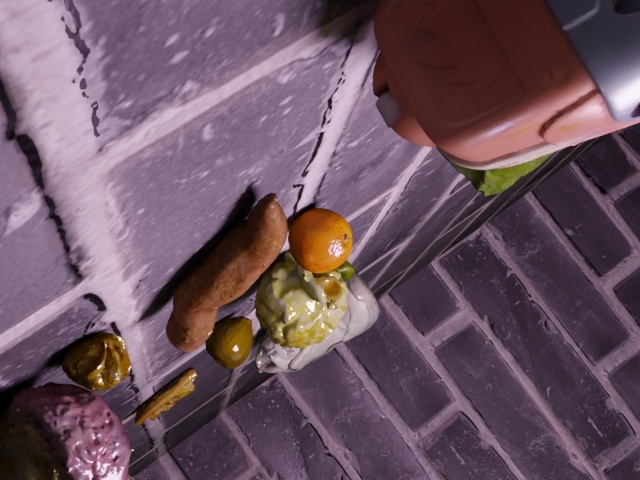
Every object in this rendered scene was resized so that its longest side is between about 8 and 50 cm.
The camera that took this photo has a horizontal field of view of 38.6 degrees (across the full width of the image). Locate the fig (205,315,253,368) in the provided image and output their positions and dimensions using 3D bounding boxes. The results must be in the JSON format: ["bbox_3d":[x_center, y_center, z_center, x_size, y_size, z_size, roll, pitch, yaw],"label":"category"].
[{"bbox_3d":[-0.140,0.157,1.450,0.088,0.074,0.074,-56,177,-18],"label":"fig"}]

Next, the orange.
[{"bbox_3d":[0.000,0.000,1.129,0.083,0.083,0.083,-36,171,-6],"label":"orange"}]

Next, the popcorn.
[{"bbox_3d":[-0.027,0.090,1.318,0.162,0.141,0.135,-5,-123,52],"label":"popcorn"}]

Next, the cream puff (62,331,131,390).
[{"bbox_3d":[-0.237,0.127,0.975,0.083,0.083,0.058,6,93,-62],"label":"cream puff"}]

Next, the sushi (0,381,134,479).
[{"bbox_3d":[-0.304,0.223,0.975,0.107,0.241,0.161,-6,111,-51],"label":"sushi"}]

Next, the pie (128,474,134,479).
[{"bbox_3d":[-0.337,0.314,1.035,0.274,0.274,0.055,-24,128,-55],"label":"pie"}]

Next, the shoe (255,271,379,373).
[{"bbox_3d":[-0.019,0.187,1.876,0.210,0.132,0.342,-34,175,-33],"label":"shoe"}]

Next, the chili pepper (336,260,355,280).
[{"bbox_3d":[0.000,0.063,1.580,0.052,0.050,0.202,-23,178,35],"label":"chili pepper"}]

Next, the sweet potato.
[{"bbox_3d":[-0.096,0.027,0.977,0.067,0.059,0.281,13,137,-31],"label":"sweet potato"}]

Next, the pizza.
[{"bbox_3d":[-0.282,0.294,1.719,0.160,0.036,0.099,-38,171,12],"label":"pizza"}]

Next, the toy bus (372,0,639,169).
[{"bbox_3d":[0.158,-0.146,0.664,0.232,0.194,0.288,-32,174,24],"label":"toy bus"}]

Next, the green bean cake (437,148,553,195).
[{"bbox_3d":[0.267,-0.174,1.121,0.222,0.125,0.248,-33,171,-24],"label":"green bean cake"}]
